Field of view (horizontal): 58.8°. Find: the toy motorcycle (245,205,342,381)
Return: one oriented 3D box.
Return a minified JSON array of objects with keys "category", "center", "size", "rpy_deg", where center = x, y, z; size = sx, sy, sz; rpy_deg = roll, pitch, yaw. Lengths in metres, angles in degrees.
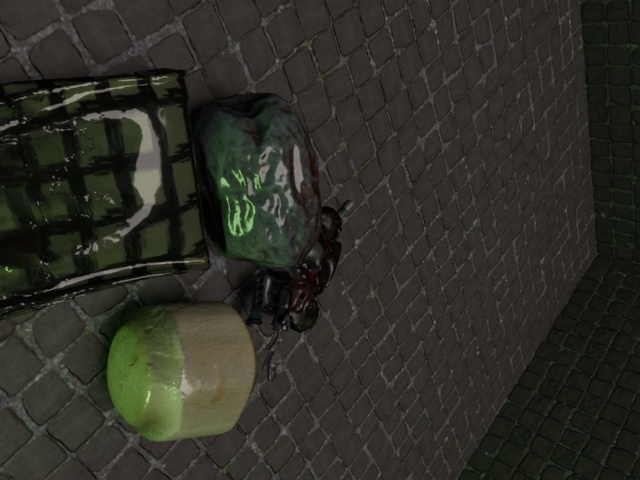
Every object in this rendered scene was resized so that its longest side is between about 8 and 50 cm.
[{"category":"toy motorcycle","center":[-0.068,0.086,1.157],"size":[0.207,0.134,0.400],"rpy_deg":[31,66,-38]}]

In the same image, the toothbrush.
[{"category":"toothbrush","center":[0.000,0.000,1.311],"size":[0.257,0.018,0.024],"rpy_deg":[-51,127,-21]}]

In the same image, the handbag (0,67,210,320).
[{"category":"handbag","center":[-0.339,-0.079,0.833],"size":[0.327,0.163,0.325],"rpy_deg":[-17,111,-34]}]

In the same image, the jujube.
[{"category":"jujube","center":[-0.105,-0.094,0.997],"size":[0.216,0.247,0.307],"rpy_deg":[-23,122,-28]}]

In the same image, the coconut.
[{"category":"coconut","center":[-0.220,0.223,0.994],"size":[0.266,0.238,0.237],"rpy_deg":[4,100,-48]}]
